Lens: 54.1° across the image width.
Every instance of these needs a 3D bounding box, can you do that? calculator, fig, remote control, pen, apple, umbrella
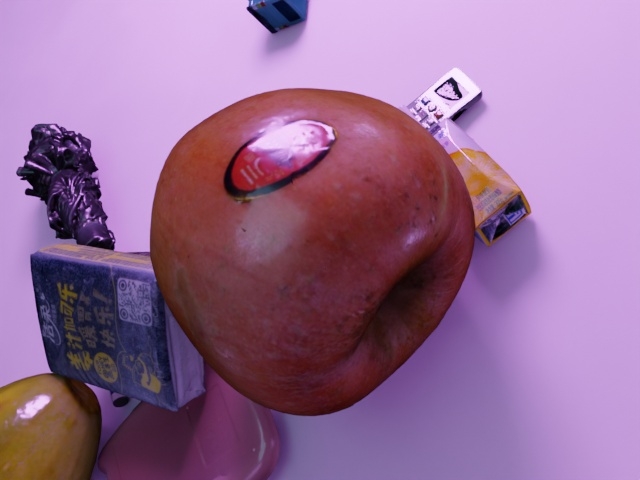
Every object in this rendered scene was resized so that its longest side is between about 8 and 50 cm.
[{"bbox_3d":[-0.187,0.288,0.850,0.329,0.048,0.220,-41,53,16],"label":"calculator"},{"bbox_3d":[-0.450,0.339,0.897,0.258,0.258,0.326,24,67,38],"label":"fig"},{"bbox_3d":[0.133,-0.155,0.832,0.166,0.029,0.065,-39,53,9],"label":"remote control"},{"bbox_3d":[-0.349,0.178,1.021,0.025,0.025,0.204,-40,54,14],"label":"pen"},{"bbox_3d":[-0.018,-0.008,0.662,0.305,0.338,0.339,38,94,31],"label":"apple"},{"bbox_3d":[-0.466,-0.081,1.136,0.154,0.128,0.337,-37,54,17],"label":"umbrella"}]

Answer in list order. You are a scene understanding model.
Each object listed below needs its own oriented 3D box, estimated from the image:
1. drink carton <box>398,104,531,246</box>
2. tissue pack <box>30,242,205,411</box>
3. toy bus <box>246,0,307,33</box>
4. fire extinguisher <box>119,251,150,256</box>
[{"bbox_3d":[0.160,-0.088,0.757,0.084,0.074,0.200,-41,53,11],"label":"drink carton"},{"bbox_3d":[-0.279,0.110,0.852,0.257,0.081,0.186,7,107,31],"label":"tissue pack"},{"bbox_3d":[-0.064,-0.442,1.047,0.091,0.079,0.160,-8,68,32],"label":"toy bus"},{"bbox_3d":[-0.249,0.068,0.950,0.337,0.114,0.135,-3,28,32],"label":"fire extinguisher"}]
